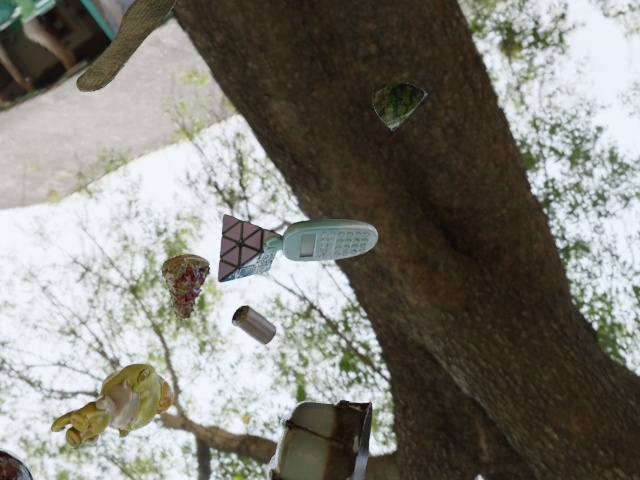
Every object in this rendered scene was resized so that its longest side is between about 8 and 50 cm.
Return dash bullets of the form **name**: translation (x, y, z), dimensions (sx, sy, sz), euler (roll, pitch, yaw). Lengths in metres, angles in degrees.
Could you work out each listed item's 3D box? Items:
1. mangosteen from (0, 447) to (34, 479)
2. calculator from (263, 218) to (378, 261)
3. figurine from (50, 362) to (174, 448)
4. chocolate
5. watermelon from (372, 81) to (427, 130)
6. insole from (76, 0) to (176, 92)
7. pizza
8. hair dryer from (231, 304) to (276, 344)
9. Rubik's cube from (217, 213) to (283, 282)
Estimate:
- **mangosteen**: translation (-0.656, 0.522, 1.362), dimensions (0.235, 0.261, 0.235), euler (-6, 179, 0)
- **calculator**: translation (0.000, 0.000, 1.843), dimensions (0.295, 0.184, 0.042), euler (-3, -118, -7)
- **figurine**: translation (-0.374, 0.305, 1.336), dimensions (0.246, 0.131, 0.156), euler (-12, 127, -67)
- **chocolate**: translation (-0.007, 0.442, 1.452), dimensions (0.186, 0.284, 0.283), euler (11, -138, 12)
- **watermelon**: translation (0.193, -0.351, 1.830), dimensions (0.135, 0.094, 0.125), euler (44, -80, 27)
- **insole**: translation (-0.371, -0.410, 1.415), dimensions (0.119, 0.009, 0.348), euler (5, -126, 28)
- **pizza**: translation (-0.370, 0.137, 2.002), dimensions (0.062, 0.199, 0.188), euler (8, -171, 32)
- **hair dryer**: translation (-0.205, 0.220, 1.937), dimensions (0.181, 0.117, 0.064), euler (0, -125, 59)
- **Rubik's cube**: translation (-0.239, 0.036, 1.949), dimensions (0.178, 0.190, 0.211), euler (-46, 167, -31)
